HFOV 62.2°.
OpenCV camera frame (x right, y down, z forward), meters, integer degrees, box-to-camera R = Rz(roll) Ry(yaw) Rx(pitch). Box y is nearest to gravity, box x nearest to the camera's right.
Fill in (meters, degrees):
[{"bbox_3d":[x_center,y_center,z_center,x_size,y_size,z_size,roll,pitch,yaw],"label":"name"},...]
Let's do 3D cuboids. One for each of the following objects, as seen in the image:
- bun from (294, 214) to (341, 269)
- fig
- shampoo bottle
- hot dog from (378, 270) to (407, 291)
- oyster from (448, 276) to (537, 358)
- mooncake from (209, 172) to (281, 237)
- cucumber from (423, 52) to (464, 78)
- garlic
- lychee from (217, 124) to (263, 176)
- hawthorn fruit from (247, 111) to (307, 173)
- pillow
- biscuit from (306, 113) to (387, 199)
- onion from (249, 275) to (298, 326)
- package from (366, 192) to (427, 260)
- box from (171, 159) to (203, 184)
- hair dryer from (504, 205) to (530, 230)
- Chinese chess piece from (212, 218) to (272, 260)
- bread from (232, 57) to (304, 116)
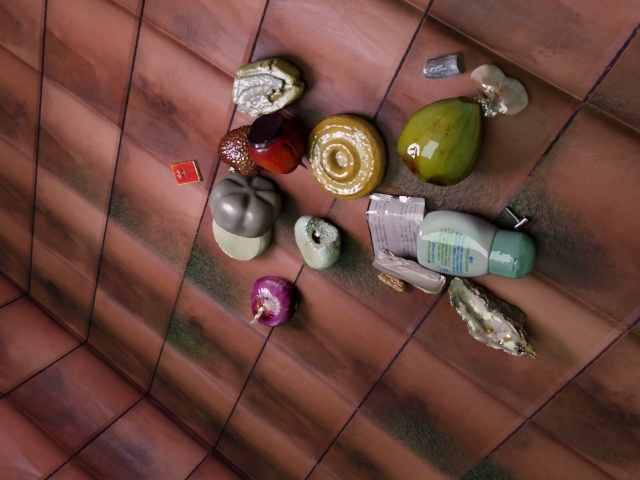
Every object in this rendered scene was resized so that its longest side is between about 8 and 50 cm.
[{"bbox_3d":[0.000,0.000,1.946,0.204,0.127,0.212,-7,106,61],"label":"bun"},{"bbox_3d":[0.359,-0.291,1.522,0.239,0.239,0.271,43,120,6],"label":"fig"},{"bbox_3d":[0.486,0.023,1.649,0.350,0.151,0.221,12,124,27],"label":"shampoo bottle"},{"bbox_3d":[0.261,0.145,1.922,0.122,0.037,0.049,34,138,19],"label":"hot dog"},{"bbox_3d":[0.567,0.254,1.745,0.342,0.110,0.166,29,120,19],"label":"oyster"},{"bbox_3d":[-0.273,-0.141,1.954,0.275,0.275,0.135,36,134,11],"label":"mooncake"},{"bbox_3d":[0.353,-0.499,1.528,0.112,0.064,0.064,1,114,33],"label":"cucumber"},{"bbox_3d":[0.486,-0.411,1.470,0.174,0.099,0.124,47,113,3],"label":"garlic"},{"bbox_3d":[-0.276,-0.323,1.917,0.195,0.194,0.194,14,120,25],"label":"lychee"},{"bbox_3d":[-0.132,-0.317,1.788,0.252,0.189,0.190,27,138,-34],"label":"hawthorn fruit"},{"bbox_3d":[0.300,0.105,1.821,0.270,0.067,0.173,26,164,18],"label":"pillow"},{"bbox_3d":[0.081,-0.276,1.779,0.297,0.102,0.296,15,122,26],"label":"biscuit"},{"bbox_3d":[-0.183,0.248,2.161,0.201,0.201,0.207,-6,78,33],"label":"onion"},{"bbox_3d":[0.261,-0.037,1.813,0.204,0.062,0.250,9,122,29],"label":"package"},{"bbox_3d":[-0.555,-0.283,2.205,0.134,0.023,0.090,-3,110,32],"label":"box"},{"bbox_3d":[0.595,-0.075,1.617,0.083,0.026,0.047,49,126,11],"label":"hair dryer"},{"bbox_3d":[-0.313,-0.042,2.129,0.251,0.101,0.250,14,120,25],"label":"Chinese chess piece"},{"bbox_3d":[-0.176,-0.521,1.793,0.257,0.124,0.185,-7,109,32],"label":"bread"}]
